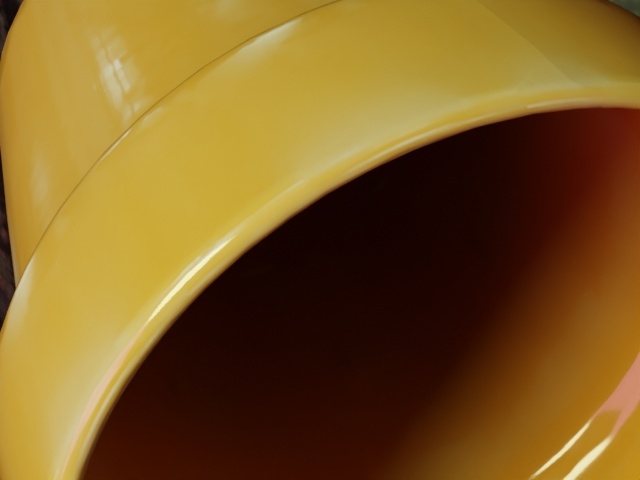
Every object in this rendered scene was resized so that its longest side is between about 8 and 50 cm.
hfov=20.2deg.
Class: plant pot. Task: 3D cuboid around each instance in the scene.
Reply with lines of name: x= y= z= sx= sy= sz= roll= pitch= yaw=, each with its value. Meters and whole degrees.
plant pot: x=0.000 y=0.000 z=0.482 sx=0.188 sy=0.205 sz=0.205 roll=-124 pitch=24 yaw=-47
